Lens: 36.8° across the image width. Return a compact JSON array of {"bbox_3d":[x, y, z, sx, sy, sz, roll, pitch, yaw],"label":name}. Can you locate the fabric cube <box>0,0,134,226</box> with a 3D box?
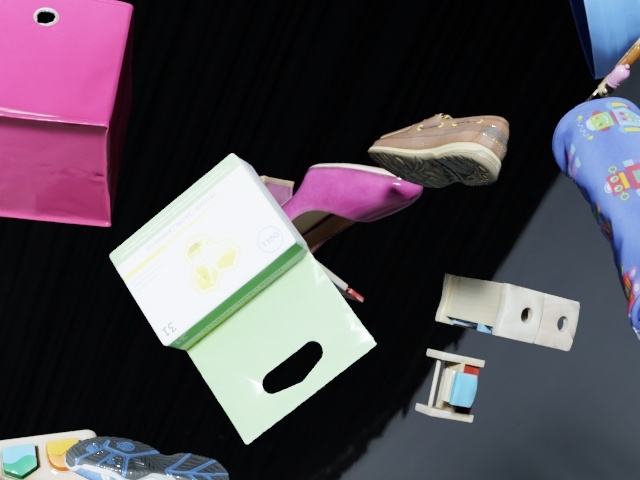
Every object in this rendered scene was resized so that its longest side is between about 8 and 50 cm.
[{"bbox_3d":[-0.434,-0.207,1.494,0.254,0.259,0.258,7,54,-7],"label":"fabric cube"}]

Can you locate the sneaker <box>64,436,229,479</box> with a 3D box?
[{"bbox_3d":[-0.228,0.313,1.238,0.211,0.081,0.080,17,19,-7],"label":"sneaker"}]

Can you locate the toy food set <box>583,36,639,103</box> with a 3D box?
[{"bbox_3d":[0.379,-0.216,1.198,0.019,0.122,0.078,40,-1,5],"label":"toy food set"}]

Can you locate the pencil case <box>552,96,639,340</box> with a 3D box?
[{"bbox_3d":[0.362,-0.028,1.089,0.306,0.119,0.133,-100,168,-45],"label":"pencil case"}]

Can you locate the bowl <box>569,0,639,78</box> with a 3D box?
[{"bbox_3d":[0.369,-0.423,1.324,0.077,0.391,0.391,-14,14,15],"label":"bowl"}]

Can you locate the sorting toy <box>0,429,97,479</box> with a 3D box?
[{"bbox_3d":[-0.479,0.421,1.671,0.208,0.038,0.193,0,49,-24],"label":"sorting toy"}]

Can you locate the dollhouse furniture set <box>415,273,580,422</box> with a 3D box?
[{"bbox_3d":[0.228,0.151,1.240,0.129,0.184,0.129,14,-3,-29],"label":"dollhouse furniture set"}]

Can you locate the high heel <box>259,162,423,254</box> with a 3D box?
[{"bbox_3d":[0.000,0.000,1.263,0.127,0.181,0.377,7,-6,-31],"label":"high heel"}]

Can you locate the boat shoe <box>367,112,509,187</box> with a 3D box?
[{"bbox_3d":[0.119,-0.093,0.959,0.064,0.060,0.178,39,-18,-31],"label":"boat shoe"}]

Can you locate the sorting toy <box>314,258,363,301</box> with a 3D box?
[{"bbox_3d":[-0.035,0.066,1.764,0.132,0.046,0.274,14,-16,40],"label":"sorting toy"}]

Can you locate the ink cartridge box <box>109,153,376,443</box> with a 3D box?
[{"bbox_3d":[-0.081,0.056,0.954,0.235,0.171,0.056,54,7,22],"label":"ink cartridge box"}]
